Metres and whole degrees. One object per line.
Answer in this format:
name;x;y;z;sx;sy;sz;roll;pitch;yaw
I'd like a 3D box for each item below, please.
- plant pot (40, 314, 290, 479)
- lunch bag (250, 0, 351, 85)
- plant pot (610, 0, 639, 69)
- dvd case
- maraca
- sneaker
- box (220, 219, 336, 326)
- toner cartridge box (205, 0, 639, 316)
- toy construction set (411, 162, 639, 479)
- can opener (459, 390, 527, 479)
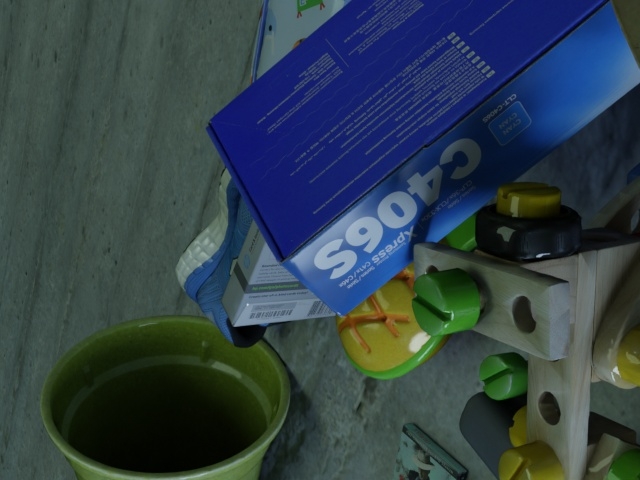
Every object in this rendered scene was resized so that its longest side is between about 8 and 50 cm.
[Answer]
plant pot;-0.175;0.270;1.148;0.276;0.276;0.253;45;141;48
lunch bag;0.054;-0.217;0.806;0.243;0.115;0.303;29;117;37
plant pot;0.298;-0.108;0.370;0.274;0.256;0.256;-35;62;36
dvd case;0.095;0.243;0.908;0.087;0.013;0.119;36;121;52
maraca;0.079;0.033;0.846;0.127;0.099;0.185;29;91;48
sneaker;-0.040;0.002;1.033;0.147;0.130;0.330;56;141;20
box;0.000;0.000;0.919;0.038;0.145;0.186;59;139;36
toner cartridge box;0.099;-0.123;0.620;0.348;0.075;0.165;-39;44;8
toy construction set;0.174;0.096;0.556;0.309;0.237;0.257;53;134;42
can opener;0.191;0.227;0.692;0.283;0.076;0.095;51;132;46
